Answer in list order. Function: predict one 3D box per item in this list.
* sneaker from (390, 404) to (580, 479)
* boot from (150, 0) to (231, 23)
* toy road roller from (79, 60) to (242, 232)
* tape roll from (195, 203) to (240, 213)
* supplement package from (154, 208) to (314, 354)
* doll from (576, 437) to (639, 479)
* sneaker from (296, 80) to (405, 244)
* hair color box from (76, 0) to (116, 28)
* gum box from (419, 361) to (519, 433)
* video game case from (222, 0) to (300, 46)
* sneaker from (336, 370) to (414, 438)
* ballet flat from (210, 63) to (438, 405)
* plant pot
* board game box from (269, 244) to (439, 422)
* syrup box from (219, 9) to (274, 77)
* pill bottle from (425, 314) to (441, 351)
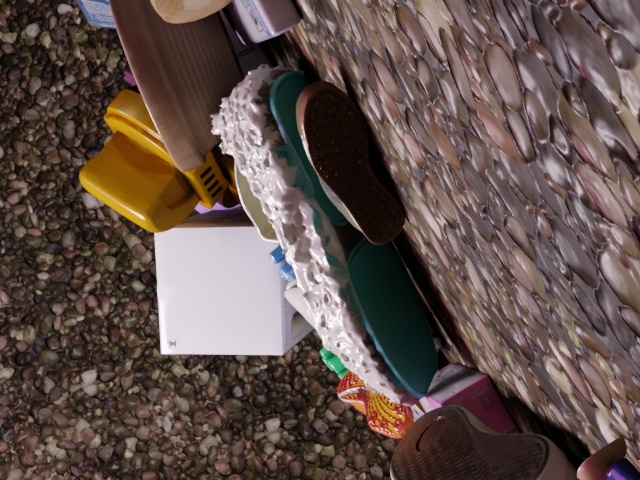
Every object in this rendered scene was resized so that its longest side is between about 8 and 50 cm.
[{"bbox_3d":[0.164,0.238,1.053,0.123,0.106,0.290,42,167,-16],"label":"sneaker"},{"bbox_3d":[-0.140,-0.344,0.969,0.295,0.104,0.211,104,142,-68],"label":"boot"},{"bbox_3d":[-0.217,-0.118,1.651,0.202,0.241,0.329,33,167,17],"label":"toy road roller"},{"bbox_3d":[-0.206,-0.188,2.055,0.275,0.090,0.275,-17,-90,-77],"label":"tape roll"},{"bbox_3d":[-0.121,0.060,1.768,0.262,0.198,0.199,-27,-64,-75],"label":"supplement package"},{"bbox_3d":[0.238,0.216,0.699,0.189,0.046,0.129,49,161,33],"label":"doll"},{"bbox_3d":[0.015,-0.083,1.099,0.086,0.064,0.192,45,168,53],"label":"sneaker"},{"bbox_3d":[-0.265,-0.395,1.469,0.347,0.105,0.174,170,106,-86],"label":"hair color box"},{"bbox_3d":[0.167,0.204,1.256,0.107,0.062,0.188,60,175,-1],"label":"gum box"},{"bbox_3d":[-0.133,-0.359,1.167,0.329,0.036,0.300,61,175,-11],"label":"video game case"},{"bbox_3d":[0.084,0.210,1.431,0.067,0.064,0.175,31,-179,-23],"label":"sneaker"},{"bbox_3d":[0.000,0.000,1.251,0.147,0.147,0.409,-150,35,-80],"label":"ballet flat"},{"bbox_3d":[-0.154,-0.209,1.302,0.237,0.109,0.237,-21,-90,-89],"label":"plant pot"},{"bbox_3d":[0.097,0.204,1.602,0.390,0.050,0.390,43,167,31],"label":"board game box"},{"bbox_3d":[-0.126,-0.234,1.478,0.237,0.096,0.093,59,175,31],"label":"syrup box"},{"bbox_3d":[0.061,0.078,1.362,0.184,0.103,0.103,58,175,14],"label":"pill bottle"}]
